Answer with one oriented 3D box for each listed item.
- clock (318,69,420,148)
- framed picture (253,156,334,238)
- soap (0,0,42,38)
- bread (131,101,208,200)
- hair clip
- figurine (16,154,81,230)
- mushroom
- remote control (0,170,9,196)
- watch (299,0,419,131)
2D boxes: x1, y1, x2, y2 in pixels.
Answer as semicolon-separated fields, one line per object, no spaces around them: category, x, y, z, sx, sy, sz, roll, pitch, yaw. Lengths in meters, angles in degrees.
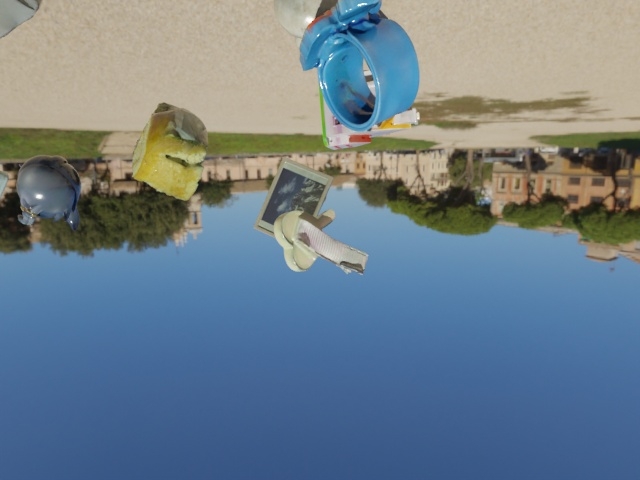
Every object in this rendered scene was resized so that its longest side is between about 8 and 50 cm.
clock;0.166;-0.436;1.509;0.309;0.235;0.166;-4;-178;20
framed picture;-0.096;-0.130;1.617;0.208;0.281;0.019;23;-177;15
soap;-0.822;-0.673;0.982;0.212;0.350;0.435;-24;143;12
bread;-0.559;-0.379;1.768;0.239;0.264;0.395;22;-146;-31
hair clip;0.000;-0.002;0.947;0.218;0.159;0.071;27;152;-31
figurine;-0.801;-0.139;1.363;0.175;0.197;0.265;0;146;-22
mushroom;-0.017;-0.662;1.365;0.243;0.244;0.243;0;-169;0
remote control;-0.556;-0.077;0.642;0.293;0.103;0.051;15;171;21
watch;0.116;-0.418;1.062;0.241;0.275;0.305;-29;-179;-21
